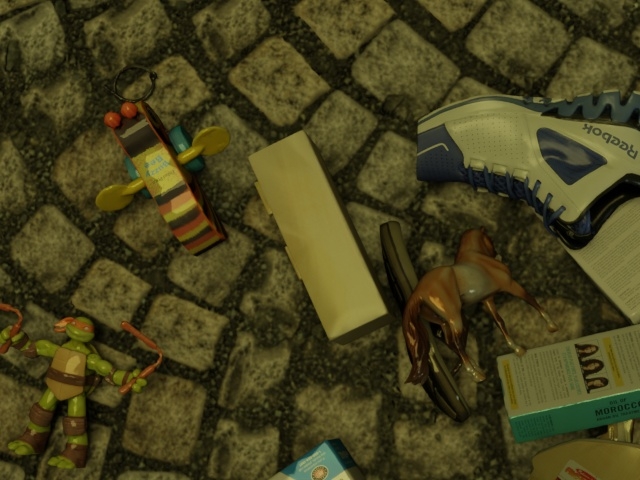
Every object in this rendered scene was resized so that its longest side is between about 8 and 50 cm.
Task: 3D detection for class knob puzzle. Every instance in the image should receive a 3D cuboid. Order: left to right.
[{"bbox_3d":[0.346,0.314,1.340,0.213,0.030,0.213,13,117,27],"label":"knob puzzle"}]

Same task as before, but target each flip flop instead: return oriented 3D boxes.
[{"bbox_3d":[0.146,0.099,1.427,0.080,0.112,0.277,-15,72,-6],"label":"flip flop"}]

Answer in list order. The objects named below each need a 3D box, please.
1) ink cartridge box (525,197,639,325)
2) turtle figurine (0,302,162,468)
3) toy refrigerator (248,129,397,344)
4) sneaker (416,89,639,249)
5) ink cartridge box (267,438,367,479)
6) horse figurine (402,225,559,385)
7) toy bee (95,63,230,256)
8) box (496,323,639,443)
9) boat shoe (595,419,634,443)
[{"bbox_3d":[0.402,-0.025,1.427,0.181,0.056,0.225,-39,57,3],"label":"ink cartridge box"},{"bbox_3d":[-0.359,0.191,1.510,0.269,0.087,0.217,16,91,5],"label":"turtle figurine"},{"bbox_3d":[0.000,0.000,1.464,0.094,0.102,0.270,-25,77,6],"label":"toy refrigerator"},{"bbox_3d":[0.276,-0.083,1.391,0.315,0.127,0.182,-5,66,12],"label":"sneaker"},{"bbox_3d":[0.013,0.379,1.405,0.148,0.086,0.203,-36,75,3],"label":"ink cartridge box"},{"bbox_3d":[0.181,0.080,1.355,0.174,0.263,0.066,56,138,10],"label":"horse figurine"},{"bbox_3d":[-0.240,-0.117,1.502,0.298,0.162,0.195,40,92,14],"label":"toy bee"},{"bbox_3d":[0.349,0.172,1.362,0.244,0.060,0.101,-14,44,11],"label":"box"},{"bbox_3d":[0.368,0.252,1.379,0.045,0.050,0.135,5,72,15],"label":"boat shoe"}]
